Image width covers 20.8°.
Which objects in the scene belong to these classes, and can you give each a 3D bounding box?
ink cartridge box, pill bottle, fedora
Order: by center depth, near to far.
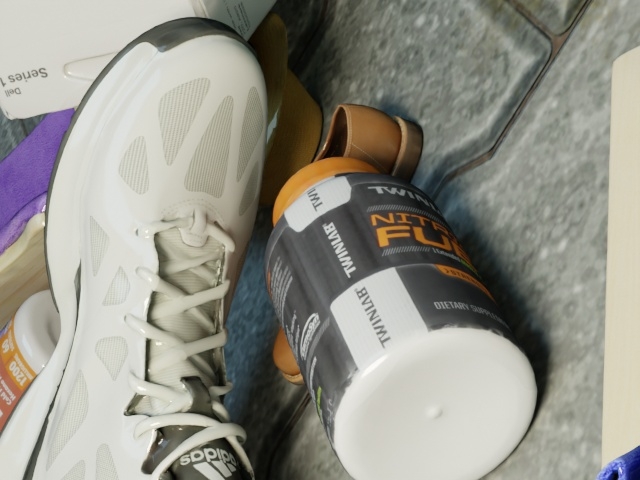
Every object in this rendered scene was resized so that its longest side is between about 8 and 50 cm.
[{"bbox_3d":[0.038,0.041,1.121,0.130,0.130,0.245,-56,31,20],"label":"pill bottle"},{"bbox_3d":[-0.054,-0.091,1.424,0.194,0.079,0.194,-37,42,43],"label":"fedora"},{"bbox_3d":[-0.141,-0.223,1.427,0.201,0.117,0.278,-10,26,23],"label":"ink cartridge box"},{"bbox_3d":[-0.268,0.152,1.575,0.216,0.121,0.121,-48,34,32],"label":"pill bottle"}]

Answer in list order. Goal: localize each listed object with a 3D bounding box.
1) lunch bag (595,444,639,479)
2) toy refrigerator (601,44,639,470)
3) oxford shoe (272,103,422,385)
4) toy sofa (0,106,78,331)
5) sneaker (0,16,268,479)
[{"bbox_3d":[0.165,0.206,0.684,0.303,0.243,0.115,-49,-10,28],"label":"lunch bag"},{"bbox_3d":[0.212,0.022,0.882,0.102,0.094,0.269,-24,51,45],"label":"toy refrigerator"},{"bbox_3d":[0.000,0.000,1.276,0.076,0.076,0.212,13,83,60],"label":"oxford shoe"},{"bbox_3d":[-0.273,-0.024,1.608,0.362,0.177,0.150,-35,67,46],"label":"toy sofa"},{"bbox_3d":[-0.083,0.085,1.208,0.257,0.169,0.447,31,109,49],"label":"sneaker"}]
